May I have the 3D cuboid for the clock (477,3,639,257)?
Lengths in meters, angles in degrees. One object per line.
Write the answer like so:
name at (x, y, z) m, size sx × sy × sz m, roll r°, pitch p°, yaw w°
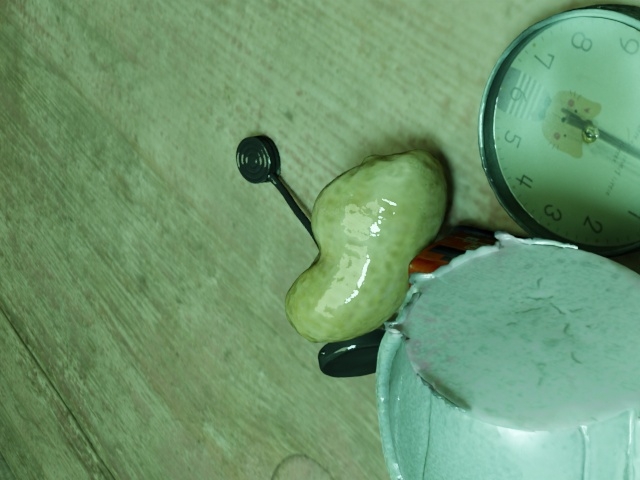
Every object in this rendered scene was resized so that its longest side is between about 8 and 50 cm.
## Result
clock at (0.239, -0.093, 0.691) m, size 0.226 × 0.049 × 0.226 m, roll 21°, pitch 119°, yaw 45°

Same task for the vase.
vase at (0.194, 0.227, 0.655) m, size 0.250 × 0.250 × 0.445 m, roll 24°, pitch 141°, yaw 42°

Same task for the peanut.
peanut at (0.047, 0.010, 0.856) m, size 0.137 × 0.122 × 0.253 m, roll 25°, pitch 106°, yaw 11°

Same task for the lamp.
lamp at (-0.026, 0.009, 0.990) m, size 0.130 × 0.109 × 0.371 m, roll -44°, pitch 70°, yaw 44°

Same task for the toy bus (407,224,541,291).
toy bus at (0.158, 0.127, 0.809) m, size 0.121 × 0.120 × 0.265 m, roll 15°, pitch 115°, yaw 45°
